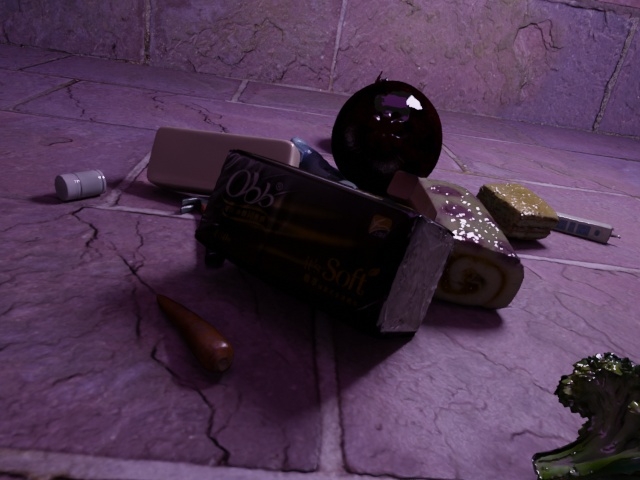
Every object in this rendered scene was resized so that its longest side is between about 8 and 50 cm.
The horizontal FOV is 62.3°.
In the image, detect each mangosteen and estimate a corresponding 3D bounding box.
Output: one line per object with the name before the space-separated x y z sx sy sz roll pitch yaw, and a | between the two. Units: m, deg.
mangosteen | 0.187 -0.277 1.463 0.307 0.306 0.347 14 9 10

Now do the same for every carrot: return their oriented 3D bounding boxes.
carrot | -0.186 0.121 0.752 0.048 0.048 0.216 -10 26 -37

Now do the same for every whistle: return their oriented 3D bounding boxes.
whistle | -0.030 -0.220 1.497 0.180 0.093 0.269 22 12 -43

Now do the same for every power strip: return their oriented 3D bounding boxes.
power strip | 0.698 -0.034 1.410 0.191 0.047 0.030 17 30 19

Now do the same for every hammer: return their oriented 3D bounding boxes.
hammer | -0.223 -0.026 1.068 0.111 0.033 0.287 2 25 -18

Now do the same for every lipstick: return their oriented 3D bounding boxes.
lipstick | 0.158 -0.064 0.892 0.045 0.045 0.145 25 -7 30

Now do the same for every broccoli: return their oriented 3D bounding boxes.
broccoli | 0.326 0.232 0.579 0.194 0.194 0.219 1 49 -18

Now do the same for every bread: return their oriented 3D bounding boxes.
bread | 0.262 -0.013 1.068 0.187 0.155 0.338 10 25 -5
bread | 0.492 -0.070 1.347 0.138 0.102 0.196 -2 29 -19

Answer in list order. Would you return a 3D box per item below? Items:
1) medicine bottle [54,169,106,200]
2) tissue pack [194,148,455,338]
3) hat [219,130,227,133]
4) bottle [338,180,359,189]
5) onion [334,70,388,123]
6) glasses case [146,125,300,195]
medicine bottle | -0.514 -0.120 1.136 0.057 0.057 0.089 25 29 31
tissue pack | 0.000 0.000 0.865 0.370 0.198 0.210 23 6 29
hat | -0.244 -0.166 1.314 0.140 0.129 0.227 -34 51 2
bottle | 0.009 -0.079 1.225 0.096 0.079 0.254 -22 7 35
onion | 0.167 -0.427 1.822 0.273 0.285 0.273 -11 30 6
glasses case | -0.222 -0.171 1.213 0.337 0.143 0.076 10 -9 12
